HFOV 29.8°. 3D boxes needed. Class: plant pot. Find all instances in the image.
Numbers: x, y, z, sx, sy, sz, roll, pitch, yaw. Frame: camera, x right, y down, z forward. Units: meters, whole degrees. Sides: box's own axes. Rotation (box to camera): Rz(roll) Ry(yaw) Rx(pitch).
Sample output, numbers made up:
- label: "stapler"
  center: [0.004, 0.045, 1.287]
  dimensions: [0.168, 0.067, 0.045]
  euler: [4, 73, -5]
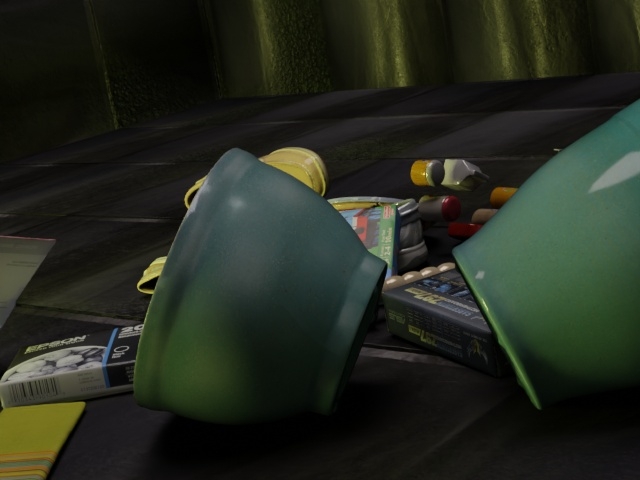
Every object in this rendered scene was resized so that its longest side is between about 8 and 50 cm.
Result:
- label: "plant pot"
  center: [0.278, 0.028, 1.181]
  dimensions: [0.255, 0.271, 0.271]
  euler: [-28, 13, 4]
- label: "plant pot"
  center: [-0.046, 0.071, 1.267]
  dimensions: [0.196, 0.293, 0.293]
  euler: [19, 19, 7]

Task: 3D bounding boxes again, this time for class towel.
- label: "towel"
  center: [-0.325, 0.227, 1.298]
  dimensions: [0.102, 0.021, 0.237]
  euler: [-4, 13, 2]

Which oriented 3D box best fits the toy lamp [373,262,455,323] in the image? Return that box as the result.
- label: "toy lamp"
  center: [0.126, 0.055, 1.560]
  dimensions: [0.275, 0.080, 0.080]
  euler: [-11, 14, -17]

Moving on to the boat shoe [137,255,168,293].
- label: "boat shoe"
  center: [-0.199, 0.060, 1.817]
  dimensions: [0.190, 0.068, 0.072]
  euler: [-11, 22, 40]

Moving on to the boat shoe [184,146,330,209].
- label: "boat shoe"
  center: [-0.121, -0.093, 2.270]
  dimensions: [0.341, 0.121, 0.110]
  euler: [-10, 14, 47]

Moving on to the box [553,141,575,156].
- label: "box"
  center: [0.541, -0.129, 1.956]
  dimensions: [0.261, 0.103, 0.184]
  euler: [-18, 13, -31]

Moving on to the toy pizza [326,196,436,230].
- label: "toy pizza"
  center: [0.084, -0.030, 1.886]
  dimensions: [0.201, 0.032, 0.201]
  euler: [3, -12, 1]

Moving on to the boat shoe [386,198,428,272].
- label: "boat shoe"
  center: [0.000, 0.001, 1.805]
  dimensions: [0.320, 0.103, 0.118]
  euler: [-4, 15, 22]

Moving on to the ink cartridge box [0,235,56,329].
- label: "ink cartridge box"
  center: [-0.518, 0.059, 1.497]
  dimensions: [0.296, 0.261, 0.066]
  euler: [5, 42, -45]

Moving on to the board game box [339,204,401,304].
- label: "board game box"
  center: [0.003, 0.028, 1.681]
  dimensions: [0.212, 0.039, 0.160]
  euler: [-7, 45, 14]

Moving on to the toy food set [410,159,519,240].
- label: "toy food set"
  center: [0.244, -0.057, 1.817]
  dimensions: [0.105, 0.111, 0.232]
  euler: [5, -12, 46]

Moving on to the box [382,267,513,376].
- label: "box"
  center: [0.210, 0.082, 1.420]
  dimensions: [0.183, 0.059, 0.233]
  euler: [-16, 16, -26]

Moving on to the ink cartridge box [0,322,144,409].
- label: "ink cartridge box"
  center: [-0.287, 0.149, 1.534]
  dimensions: [0.206, 0.045, 0.208]
  euler: [-11, 12, -1]
